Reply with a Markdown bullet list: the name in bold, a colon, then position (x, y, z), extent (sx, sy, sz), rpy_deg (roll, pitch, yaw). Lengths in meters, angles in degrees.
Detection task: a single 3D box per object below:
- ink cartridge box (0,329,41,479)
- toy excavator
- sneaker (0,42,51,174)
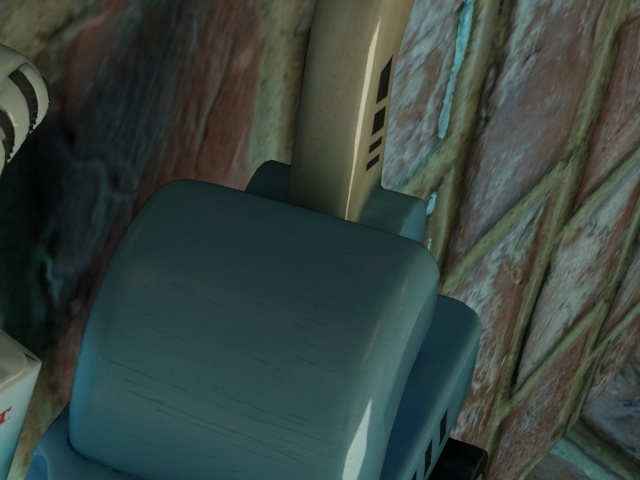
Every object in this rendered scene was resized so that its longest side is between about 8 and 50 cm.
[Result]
- **ink cartridge box**: position (-0.253, 0.148, 0.994), extent (0.172, 0.100, 0.237), rpy_deg (-36, 156, -45)
- **toy excavator**: position (0.000, 0.000, 1.044), extent (0.433, 0.222, 0.445), rpy_deg (-57, 160, -51)
- **sneaker**: position (-0.236, -0.046, 0.694), extent (0.281, 0.162, 0.106), rpy_deg (-26, -153, 34)
